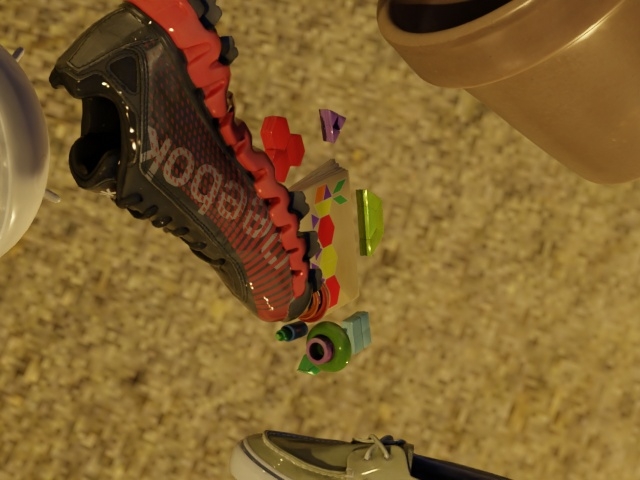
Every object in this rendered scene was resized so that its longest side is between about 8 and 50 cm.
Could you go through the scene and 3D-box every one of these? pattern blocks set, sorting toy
[{"bbox_3d":[0.000,0.000,2.204,0.285,0.026,0.325,-12,103,-58],"label":"pattern blocks set"},{"bbox_3d":[-0.014,0.084,1.719,0.042,0.061,0.102,-16,85,-54],"label":"sorting toy"}]

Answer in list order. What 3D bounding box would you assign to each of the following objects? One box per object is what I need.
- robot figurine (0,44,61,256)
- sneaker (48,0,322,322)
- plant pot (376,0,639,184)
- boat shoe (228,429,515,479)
[{"bbox_3d":[-0.344,-0.057,1.291,0.353,0.199,0.300,-16,107,-43],"label":"robot figurine"},{"bbox_3d":[-0.096,-0.043,1.223,0.135,0.097,0.276,-35,119,-18],"label":"sneaker"},{"bbox_3d":[0.212,-0.174,1.457,0.229,0.263,0.263,48,64,-28],"label":"plant pot"},{"bbox_3d":[0.065,0.232,1.700,0.109,0.302,0.094,-77,-174,-73],"label":"boat shoe"}]
